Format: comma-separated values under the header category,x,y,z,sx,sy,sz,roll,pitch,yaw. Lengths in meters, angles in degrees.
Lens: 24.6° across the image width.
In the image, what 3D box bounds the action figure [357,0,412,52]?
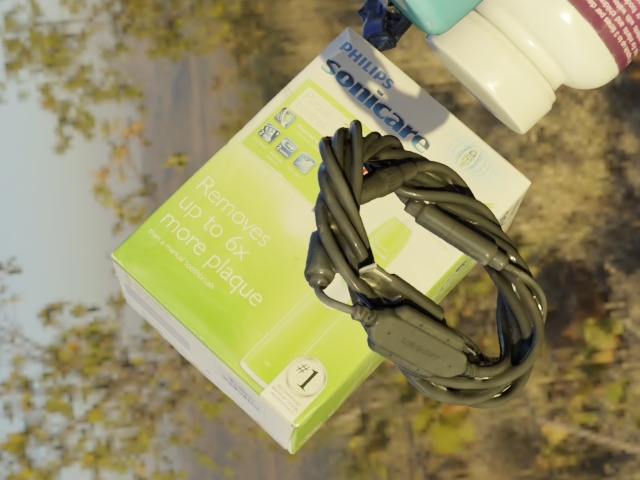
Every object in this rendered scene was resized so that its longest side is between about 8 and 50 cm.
category,x,y,z,sx,sy,sz,roll,pitch,yaw
action figure,0.140,-0.287,1.515,0.178,0.330,0.341,63,-144,-53

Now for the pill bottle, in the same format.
category,x,y,z,sx,sy,sz,roll,pitch,yaw
pill bottle,0.240,-0.243,1.297,0.169,0.301,0.169,44,-178,-2

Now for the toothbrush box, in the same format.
category,x,y,z,sx,sy,sz,roll,pitch,yaw
toothbrush box,0.000,0.000,1.221,0.206,0.283,0.122,43,163,11

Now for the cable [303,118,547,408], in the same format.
category,x,y,z,sx,sy,sz,roll,pitch,yaw
cable,0.059,0.014,0.814,0.047,0.184,0.150,-35,45,32

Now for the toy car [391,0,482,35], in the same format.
category,x,y,z,sx,sy,sz,roll,pitch,yaw
toy car,0.051,-0.263,0.690,0.210,0.219,0.238,48,-177,-46
